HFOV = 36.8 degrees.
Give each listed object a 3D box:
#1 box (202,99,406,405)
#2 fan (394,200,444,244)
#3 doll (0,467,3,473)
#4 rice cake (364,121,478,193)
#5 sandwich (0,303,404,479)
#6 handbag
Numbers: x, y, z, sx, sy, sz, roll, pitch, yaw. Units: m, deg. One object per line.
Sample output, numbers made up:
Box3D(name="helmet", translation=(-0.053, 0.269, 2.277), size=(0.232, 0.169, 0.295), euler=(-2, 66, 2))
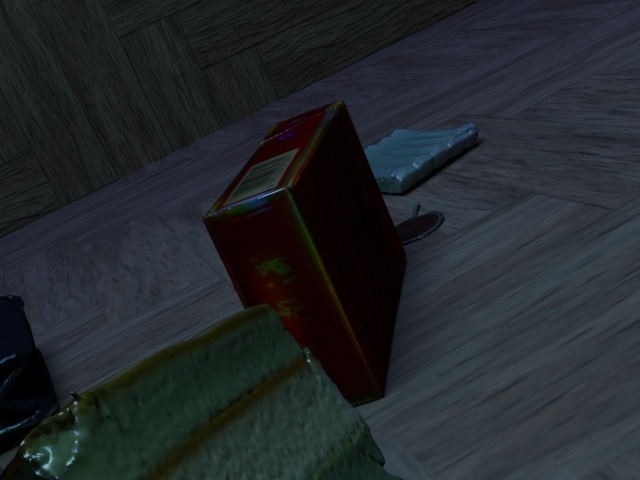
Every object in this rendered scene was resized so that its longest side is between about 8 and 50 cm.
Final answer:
Box3D(name="box", translation=(0.000, 0.001, 0.915), size=(0.089, 0.198, 0.313), euler=(-20, 16, 16))
Box3D(name="fan", translation=(0.113, -0.023, 1.176), size=(0.085, 0.005, 0.133), euler=(-20, 18, 18))
Box3D(name="doll", translation=(-0.347, 0.247, 0.930), size=(0.058, 0.040, 0.085), euler=(13, 43, 45))
Box3D(name="rice cake", translation=(0.121, -0.121, 1.420), size=(0.189, 0.037, 0.198), euler=(-34, 19, -30))
Box3D(name="sandwich", translation=(-0.052, 0.131, 0.520), size=(0.198, 0.155, 0.227), euler=(-36, -8, -33))
Box3D(name="handbag", translation=(-0.464, 0.187, 1.156), size=(0.269, 0.119, 0.325), euler=(-22, 14, -16))
